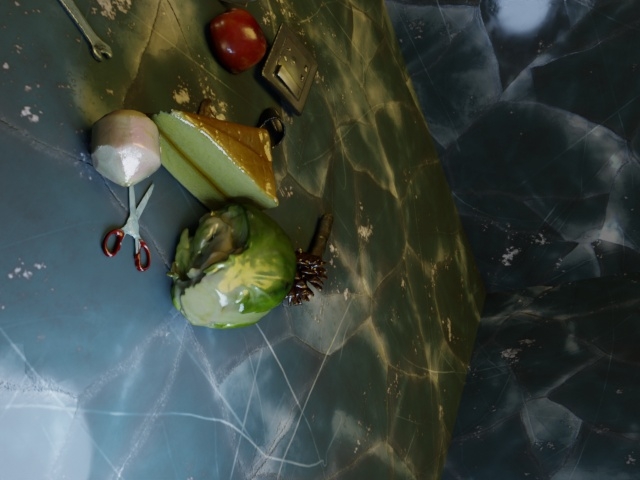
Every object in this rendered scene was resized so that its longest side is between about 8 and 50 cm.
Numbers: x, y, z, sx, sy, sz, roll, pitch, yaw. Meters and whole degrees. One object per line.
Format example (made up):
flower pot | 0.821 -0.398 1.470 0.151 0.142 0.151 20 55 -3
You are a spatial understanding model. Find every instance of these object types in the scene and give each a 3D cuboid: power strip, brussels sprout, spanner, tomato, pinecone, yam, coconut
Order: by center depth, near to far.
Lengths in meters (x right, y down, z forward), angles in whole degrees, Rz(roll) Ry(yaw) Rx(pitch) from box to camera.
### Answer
coconut | -0.463 -0.213 1.374 0.171 0.170 0.183 13 65 -57
spanner | -0.614 -0.575 1.395 0.302 0.017 0.071 59 35 -28
brussels sprout | -0.224 0.082 1.551 0.315 0.275 0.371 57 36 -25
pinecone | -0.077 0.119 1.882 0.207 0.207 0.208 29 55 -52
tomato | -0.257 -0.679 1.919 0.200 0.139 0.233 65 31 -33
power strip | -0.129 -0.643 2.171 0.257 0.092 0.251 41 54 -47
yam | 0.000 0.000 2.181 0.061 0.061 0.253 55 36 -33

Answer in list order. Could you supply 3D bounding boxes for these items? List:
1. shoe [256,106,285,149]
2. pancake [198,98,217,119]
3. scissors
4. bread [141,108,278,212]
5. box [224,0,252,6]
shoe | -0.166 -0.382 2.009 0.108 0.093 0.241 55 39 -32
pancake | -0.318 -0.349 1.810 0.190 0.020 0.184 18 63 -56
scissors | -0.471 -0.054 1.444 0.144 0.017 0.248 37 48 -50
bread | -0.323 -0.205 1.549 0.361 0.233 0.245 5 75 -54
box | -0.257 -0.978 1.918 0.262 0.291 0.206 46 31 -37
